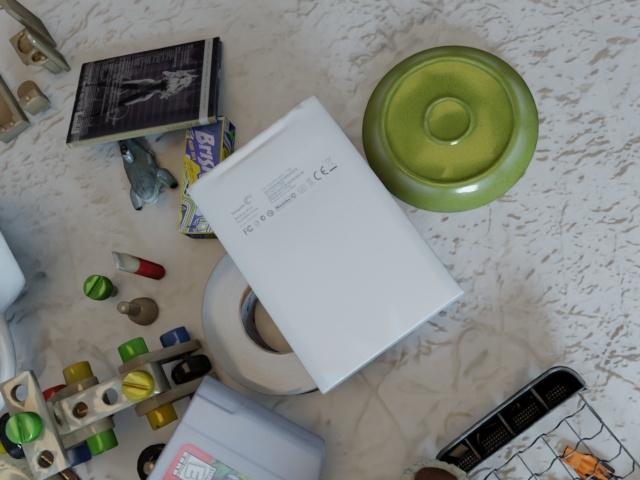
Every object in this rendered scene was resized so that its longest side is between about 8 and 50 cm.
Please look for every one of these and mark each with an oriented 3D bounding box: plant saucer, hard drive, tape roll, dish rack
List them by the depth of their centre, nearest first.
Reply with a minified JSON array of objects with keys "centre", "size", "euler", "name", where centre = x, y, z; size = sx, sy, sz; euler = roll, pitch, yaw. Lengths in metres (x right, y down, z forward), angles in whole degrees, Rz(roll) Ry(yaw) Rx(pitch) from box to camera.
[{"centre":[0.294,0.309,0.911],"size":[0.208,0.074,0.271],"euler":[-40,72,8],"name":"dish rack"},{"centre":[0.000,0.000,0.979],"size":[0.210,0.040,0.318],"euler":[-36,75,3],"name":"hard drive"},{"centre":[-0.044,0.095,1.029],"size":[0.219,0.072,0.219],"euler":[-2,79,10],"name":"tape roll"},{"centre":[0.173,-0.158,1.050],"size":[0.241,0.037,0.241],"euler":[-2,79,11],"name":"plant saucer"}]

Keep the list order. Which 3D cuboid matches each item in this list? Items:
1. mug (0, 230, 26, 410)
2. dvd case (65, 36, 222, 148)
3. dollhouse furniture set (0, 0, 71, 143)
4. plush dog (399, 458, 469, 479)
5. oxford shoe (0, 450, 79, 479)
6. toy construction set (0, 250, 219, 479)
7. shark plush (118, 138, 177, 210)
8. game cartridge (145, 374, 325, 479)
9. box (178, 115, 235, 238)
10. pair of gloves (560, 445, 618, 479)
[{"centre":[-0.560,0.099,1.023],"size":[0.328,0.276,0.374],"euler":[-28,95,-19],"name":"mug"},{"centre":[-0.252,-0.215,1.121],"size":[0.221,0.018,0.164],"euler":[-9,55,10],"name":"dvd case"},{"centre":[-0.475,-0.259,1.150],"size":[0.151,0.123,0.144],"euler":[-36,75,3],"name":"dollhouse furniture set"},{"centre":[0.099,0.404,0.887],"size":[0.210,0.225,0.262],"euler":[41,58,-23],"name":"plush dog"},{"centre":[-0.368,0.398,0.998],"size":[0.397,0.146,0.140],"euler":[44,91,15],"name":"oxford shoe"},{"centre":[-0.275,0.166,0.976],"size":[0.258,0.237,0.308],"euler":[0,80,11],"name":"toy construction set"},{"centre":[-0.262,-0.121,1.111],"size":[0.073,0.067,0.161],"euler":[-20,75,10],"name":"shark plush"},{"centre":[-0.124,0.334,0.911],"size":[0.196,0.060,0.294],"euler":[29,80,-3],"name":"game cartridge"},{"centre":[-0.159,-0.089,1.093],"size":[0.059,0.054,0.168],"euler":[0,79,11],"name":"box"},{"centre":[0.320,0.303,0.951],"size":[0.074,0.010,0.083],"euler":[29,88,19],"name":"pair of gloves"}]
